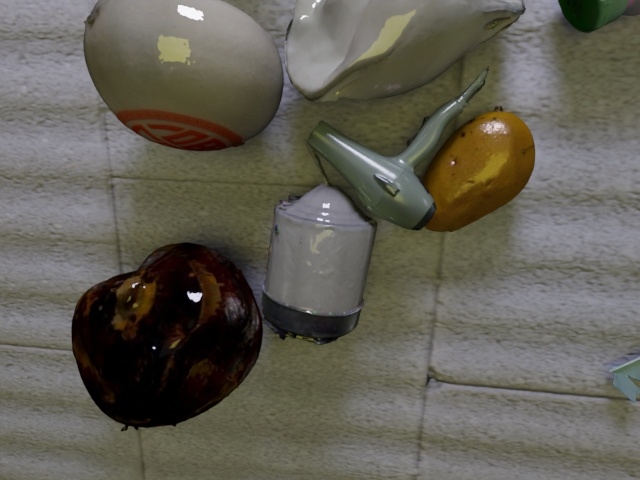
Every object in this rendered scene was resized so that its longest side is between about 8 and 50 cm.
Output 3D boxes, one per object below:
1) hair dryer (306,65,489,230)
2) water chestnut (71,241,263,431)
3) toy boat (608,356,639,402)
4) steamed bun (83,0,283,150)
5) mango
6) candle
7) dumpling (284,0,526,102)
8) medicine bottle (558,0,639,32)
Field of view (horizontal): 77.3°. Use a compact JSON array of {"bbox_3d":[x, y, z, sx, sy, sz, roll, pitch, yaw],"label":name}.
[{"bbox_3d":[0.106,-0.172,0.629,0.229,0.092,0.267,20,95,2],"label":"hair dryer"},{"bbox_3d":[-0.252,0.174,0.739,0.335,0.347,0.335,-9,68,24],"label":"water chestnut"},{"bbox_3d":[0.680,0.182,0.721,0.291,0.070,0.210,-10,101,12],"label":"toy boat"},{"bbox_3d":[-0.198,-0.228,0.603,0.283,0.283,0.177,7,89,5],"label":"steamed bun"},{"bbox_3d":[0.257,-0.105,0.673,0.147,0.109,0.227,35,107,-3],"label":"mango"},{"bbox_3d":[0.000,0.000,0.694,0.187,0.187,0.330,10,105,4],"label":"candle"},{"bbox_3d":[0.103,-0.354,0.601,0.341,0.181,0.260,-27,79,23],"label":"dumpling"},{"bbox_3d":[0.488,-0.411,0.553,0.274,0.133,0.133,-28,100,12],"label":"medicine bottle"}]
